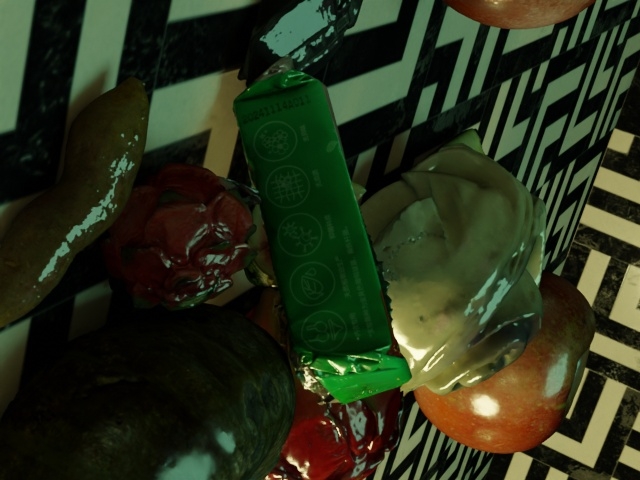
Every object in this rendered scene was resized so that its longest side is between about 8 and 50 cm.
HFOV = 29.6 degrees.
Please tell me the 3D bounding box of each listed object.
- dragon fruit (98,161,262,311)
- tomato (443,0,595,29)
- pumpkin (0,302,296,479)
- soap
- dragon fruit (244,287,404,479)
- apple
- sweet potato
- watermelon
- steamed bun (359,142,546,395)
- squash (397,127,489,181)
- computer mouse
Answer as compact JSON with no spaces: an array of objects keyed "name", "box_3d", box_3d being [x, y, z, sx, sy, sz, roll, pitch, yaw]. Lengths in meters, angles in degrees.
[{"name":"dragon fruit","box_3d":[-0.110,-0.001,0.969,0.142,0.130,0.121,-154,-102,-70]},{"name":"tomato","box_3d":[0.237,-0.359,1.311,0.270,0.227,0.270,-57,161,-31]},{"name":"pumpkin","box_3d":[-0.140,0.209,0.956,0.232,0.242,0.325,20,90,-80]},{"name":"soap","box_3d":[-0.002,0.001,1.082,0.218,0.098,0.273,56,17,-73]},{"name":"dragon fruit","box_3d":[-0.028,0.151,1.263,0.234,0.233,0.293,-56,146,-26]},{"name":"apple","box_3d":[0.318,0.204,2.120,0.348,0.276,0.349,-54,156,-38]},{"name":"sweet potato","box_3d":[-0.178,-0.019,0.857,0.065,0.051,0.218,36,74,-28]},{"name":"watermelon","box_3d":[-0.037,-0.025,1.220,0.163,0.087,0.069,-48,124,-37]},{"name":"steamed bun","box_3d":[0.164,0.070,1.518,0.394,0.237,0.347,-7,128,-54]},{"name":"squash","box_3d":[0.178,-0.043,1.706,0.093,0.169,0.252,-26,-174,33]},{"name":"computer mouse","box_3d":[-0.005,-0.204,1.095,0.192,0.062,0.106,-59,160,-24]}]
